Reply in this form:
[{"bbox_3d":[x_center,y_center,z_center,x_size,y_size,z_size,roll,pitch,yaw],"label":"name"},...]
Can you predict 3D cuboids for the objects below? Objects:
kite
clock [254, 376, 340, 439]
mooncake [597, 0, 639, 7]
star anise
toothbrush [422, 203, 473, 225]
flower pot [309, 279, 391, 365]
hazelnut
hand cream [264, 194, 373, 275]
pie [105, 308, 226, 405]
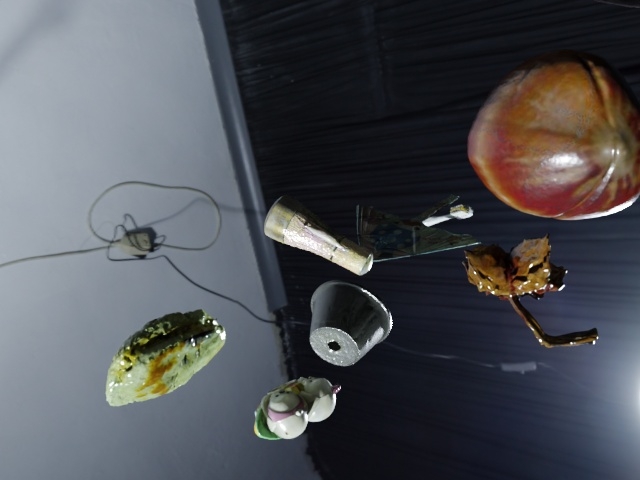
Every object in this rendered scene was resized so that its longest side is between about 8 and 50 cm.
[{"bbox_3d":[0.193,-0.034,1.120,0.314,0.335,0.012,-34,128,-30],"label":"kite"},{"bbox_3d":[-0.052,0.356,1.093,0.230,0.144,0.103,-18,79,-48],"label":"clock"},{"bbox_3d":[0.432,-0.466,0.696,0.141,0.283,0.283,-47,132,-7],"label":"mooncake"},{"bbox_3d":[0.439,0.099,1.067,0.346,0.237,0.148,39,55,-5],"label":"star anise"},{"bbox_3d":[0.231,-0.041,1.187,0.030,0.342,0.025,19,76,-20],"label":"toothbrush"},{"bbox_3d":[0.067,0.269,1.560,0.166,0.268,0.269,-53,131,-49],"label":"flower pot"},{"bbox_3d":[0.325,-0.129,0.674,0.229,0.229,0.230,-2,93,-53],"label":"hazelnut"},{"bbox_3d":[0.000,0.000,0.906,0.084,0.203,0.084,-55,167,-19],"label":"hand cream"},{"bbox_3d":[-0.279,0.216,0.946,0.247,0.090,0.201,-21,145,-48],"label":"pie"}]
